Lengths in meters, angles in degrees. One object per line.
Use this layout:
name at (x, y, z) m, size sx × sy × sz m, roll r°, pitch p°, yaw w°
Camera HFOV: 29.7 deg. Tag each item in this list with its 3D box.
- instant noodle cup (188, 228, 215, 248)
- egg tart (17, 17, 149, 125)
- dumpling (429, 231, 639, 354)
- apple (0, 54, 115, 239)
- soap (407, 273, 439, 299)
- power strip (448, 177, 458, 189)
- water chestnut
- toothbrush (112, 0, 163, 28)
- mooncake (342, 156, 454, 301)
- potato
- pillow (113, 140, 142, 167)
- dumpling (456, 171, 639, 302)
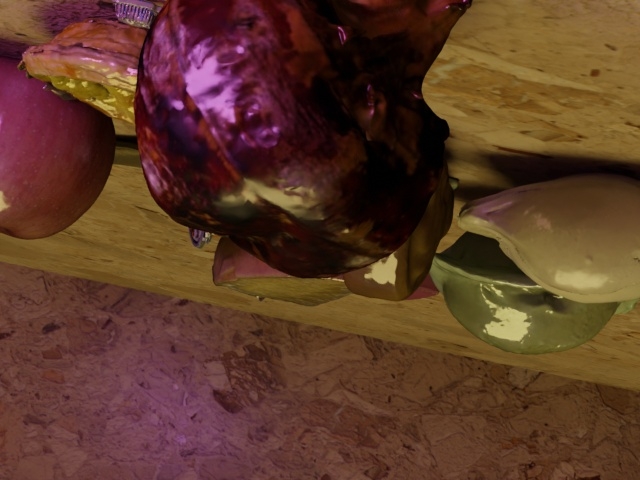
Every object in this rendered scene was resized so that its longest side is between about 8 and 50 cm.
instant noodle cup at (-0.126, -0.079, 1.803) m, size 0.125 × 0.208 × 0.177 m, roll -1°, pitch 146°, yaw -15°
egg tart at (-0.226, -0.201, 1.468) m, size 0.279 × 0.095 × 0.279 m, roll 15°, pitch 173°, yaw 2°
dumpling at (0.336, 0.079, 1.857) m, size 0.320 × 0.212 × 0.270 m, roll -20°, pitch -145°, yaw -23°
apple at (-0.439, -0.126, 1.666) m, size 0.305 × 0.235 × 0.306 m, roll 10°, pitch 170°, yaw 2°
soap at (0.093, 0.052, 2.383) m, size 0.259 × 0.081 × 0.181 m, roll 16°, pitch 168°, yaw -23°
power strip at (0.070, -0.090, 1.812) m, size 0.270 × 0.046 × 0.118 m, roll 10°, pitch 169°, yaw 9°
water chestnut at (-0.001, -0.133, 1.131) m, size 0.347 × 0.335 × 0.335 m, roll -25°, pitch 155°, yaw 18°
toothbrush at (-0.089, -0.228, 1.354) m, size 0.294 × 0.028 × 0.026 m, roll 10°, pitch 171°, yaw -17°
mooncake at (0.106, -0.029, 1.623) m, size 0.117 × 0.235 × 0.235 m, roll 10°, pitch 168°, yaw 16°
potato at (-0.024, -0.017, 1.883) m, size 0.189 × 0.211 × 0.264 m, roll 20°, pitch 163°, yaw -26°
pillow at (-0.333, -0.142, 1.988) m, size 0.217 × 0.033 × 0.130 m, roll 8°, pitch 167°, yaw 19°
dumpling at (0.375, 0.001, 1.647) m, size 0.341 × 0.181 × 0.260 m, roll -16°, pitch 170°, yaw 18°
